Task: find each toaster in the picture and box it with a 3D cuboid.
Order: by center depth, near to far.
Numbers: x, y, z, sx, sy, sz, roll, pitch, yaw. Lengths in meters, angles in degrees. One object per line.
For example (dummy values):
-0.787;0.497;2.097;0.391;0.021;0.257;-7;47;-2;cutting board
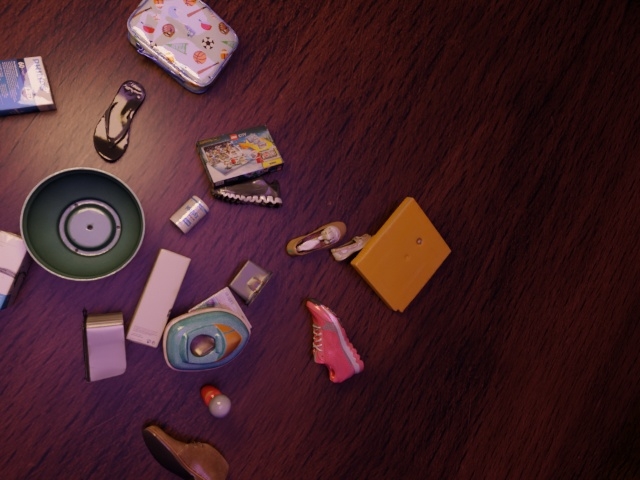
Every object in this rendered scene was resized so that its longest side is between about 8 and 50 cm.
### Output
-0.607;0.285;1.404;0.110;0.168;0.186;-4;92;-23;toaster

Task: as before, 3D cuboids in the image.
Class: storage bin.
-0.226;0.130;1.591;0.091;0.098;0.135;37;77;-6;storage bin

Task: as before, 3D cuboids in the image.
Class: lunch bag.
-0.422;-0.611;1.515;0.303;0.115;0.243;36;80;-17;lunch bag

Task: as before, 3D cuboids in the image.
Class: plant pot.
-0.640;-0.040;1.378;0.292;0.196;0.293;1;88;-21;plant pot

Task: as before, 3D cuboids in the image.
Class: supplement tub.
-0.400;-0.079;1.536;0.071;0.071;0.107;46;74;-14;supplement tub

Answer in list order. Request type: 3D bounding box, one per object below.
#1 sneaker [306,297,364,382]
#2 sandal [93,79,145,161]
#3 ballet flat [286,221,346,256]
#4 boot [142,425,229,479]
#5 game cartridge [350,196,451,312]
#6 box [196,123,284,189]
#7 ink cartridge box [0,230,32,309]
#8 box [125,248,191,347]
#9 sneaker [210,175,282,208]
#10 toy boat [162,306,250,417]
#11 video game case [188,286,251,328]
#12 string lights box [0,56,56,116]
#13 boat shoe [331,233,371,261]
0.023;0.340;1.665;0.136;0.116;0.314;-33;101;-16;sneaker
-0.596;-0.358;1.474;0.097;0.054;0.255;19;83;-19;sandal
0.000;0.000;1.683;0.232;0.073;0.080;-25;98;-19;ballet flat
-0.407;0.652;1.526;0.305;0.112;0.115;46;45;-10;boot
0.292;0.057;1.780;0.324;0.052;0.285;-47;116;-13;game cartridge
-0.252;-0.266;1.574;0.233;0.044;0.159;-19;69;-20;box
-0.837;0.079;1.332;0.082;0.139;0.191;24;81;-17;ink cartridge box
-0.480;0.166;1.482;0.094;0.113;0.275;23;83;-19;box
-0.233;-0.167;1.600;0.234;0.078;0.106;5;81;-21;sneaker
-0.322;0.359;1.491;0.267;0.148;0.319;-9;103;-30;toy boat
-0.317;0.250;1.590;0.143;0.019;0.157;-32;101;-18;video game case
-0.876;-0.409;1.359;0.259;0.076;0.134;-14;94;-20;string lights box
0.108;0.015;1.734;0.153;0.056;0.048;-31;105;-11;boat shoe
